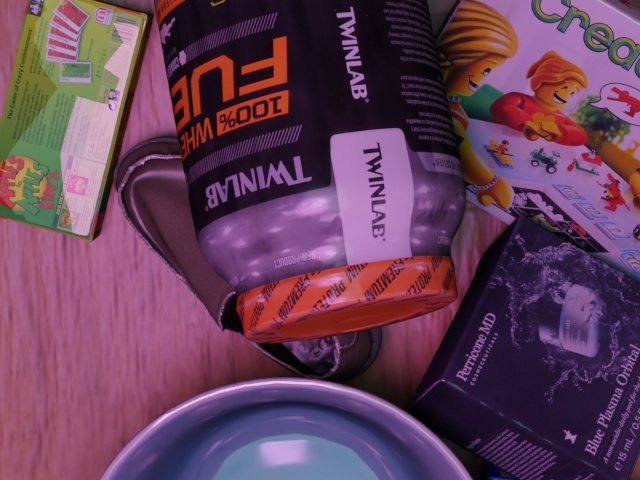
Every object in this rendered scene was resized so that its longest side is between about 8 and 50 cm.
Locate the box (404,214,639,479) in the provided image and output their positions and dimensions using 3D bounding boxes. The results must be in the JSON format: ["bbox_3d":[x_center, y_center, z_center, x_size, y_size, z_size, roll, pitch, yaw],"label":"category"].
[{"bbox_3d":[0.172,0.094,1.256,0.158,0.093,0.156,30,64,-2],"label":"box"}]

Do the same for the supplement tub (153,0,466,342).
[{"bbox_3d":[-0.007,-0.096,1.182,0.194,0.193,0.316,-12,79,3],"label":"supplement tub"}]

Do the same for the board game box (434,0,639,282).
[{"bbox_3d":[0.218,-0.077,1.252,0.305,0.053,0.193,30,120,-2],"label":"board game box"}]

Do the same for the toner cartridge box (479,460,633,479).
[{"bbox_3d":[0.181,0.357,1.333,0.165,0.075,0.347,10,97,1],"label":"toner cartridge box"}]

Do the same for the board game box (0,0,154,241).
[{"bbox_3d":[-0.197,-0.099,1.300,0.092,0.043,0.181,15,97,0],"label":"board game box"}]

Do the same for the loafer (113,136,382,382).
[{"bbox_3d":[-0.057,0.016,1.277,0.251,0.087,0.094,39,105,1],"label":"loafer"}]

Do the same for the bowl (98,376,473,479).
[{"bbox_3d":[-0.021,0.239,1.280,0.312,0.163,0.311,0,97,2],"label":"bowl"}]
